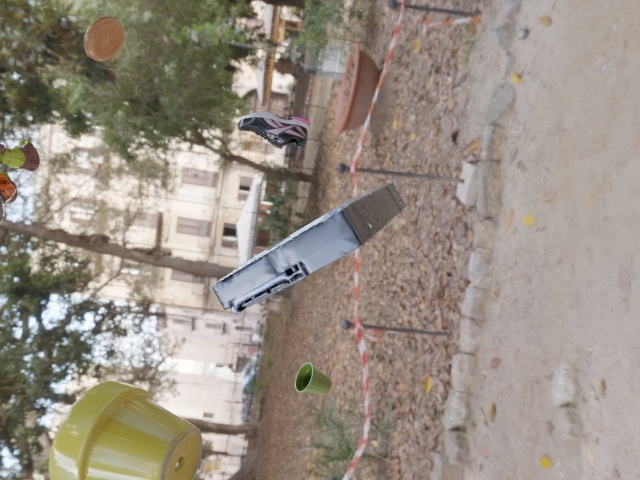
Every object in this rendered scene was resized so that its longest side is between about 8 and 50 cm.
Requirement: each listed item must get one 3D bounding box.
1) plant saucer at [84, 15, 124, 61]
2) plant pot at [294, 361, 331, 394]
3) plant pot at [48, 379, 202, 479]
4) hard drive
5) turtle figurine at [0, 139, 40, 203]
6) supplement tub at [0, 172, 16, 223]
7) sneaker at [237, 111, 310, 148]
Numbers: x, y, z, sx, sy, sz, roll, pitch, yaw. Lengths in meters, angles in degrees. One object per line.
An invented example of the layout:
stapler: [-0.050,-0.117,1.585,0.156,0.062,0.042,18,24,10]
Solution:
plant saucer: [-0.386,-0.360,0.934,0.083,0.013,0.083,-50,-12,-14]
plant pot: [-0.015,0.386,1.421,0.083,0.079,0.083,-43,31,34]
plant pot: [-0.403,0.460,1.137,0.254,0.239,0.254,10,-90,-73]
hard drive: [0.000,0.000,0.848,0.064,0.237,0.339,59,-157,-2]
turtle figurine: [-0.518,-0.125,0.751,0.269,0.087,0.217,-65,-14,6]
supplement tub: [-0.464,-0.017,0.609,0.190,0.117,0.117,-59,-6,-25]
sneaker: [-0.110,-0.261,1.256,0.072,0.178,0.077,151,120,-75]
